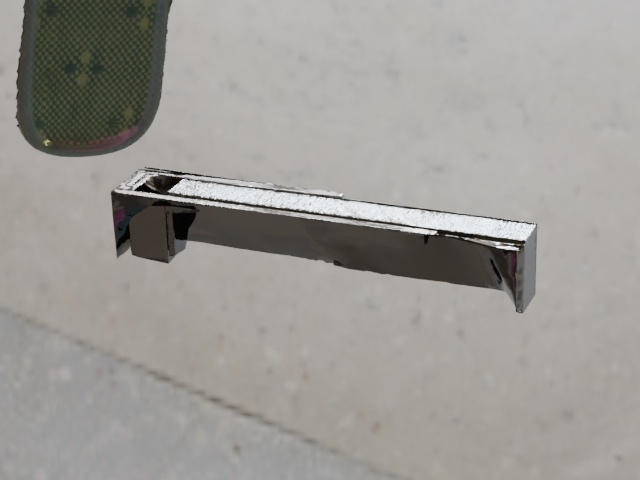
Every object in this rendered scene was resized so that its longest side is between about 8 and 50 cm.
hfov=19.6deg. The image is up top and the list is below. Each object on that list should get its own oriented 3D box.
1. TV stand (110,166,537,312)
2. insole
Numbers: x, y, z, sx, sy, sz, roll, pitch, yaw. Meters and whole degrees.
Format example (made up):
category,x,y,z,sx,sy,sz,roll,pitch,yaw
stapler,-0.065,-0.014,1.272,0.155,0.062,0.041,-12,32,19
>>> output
category,x,y,z,sx,sy,sz,roll,pitch,yaw
TV stand,0.000,0.000,1.099,0.256,0.049,0.040,8,26,20
insole,-0.110,-0.162,0.922,0.109,0.322,0.007,-4,45,-15
